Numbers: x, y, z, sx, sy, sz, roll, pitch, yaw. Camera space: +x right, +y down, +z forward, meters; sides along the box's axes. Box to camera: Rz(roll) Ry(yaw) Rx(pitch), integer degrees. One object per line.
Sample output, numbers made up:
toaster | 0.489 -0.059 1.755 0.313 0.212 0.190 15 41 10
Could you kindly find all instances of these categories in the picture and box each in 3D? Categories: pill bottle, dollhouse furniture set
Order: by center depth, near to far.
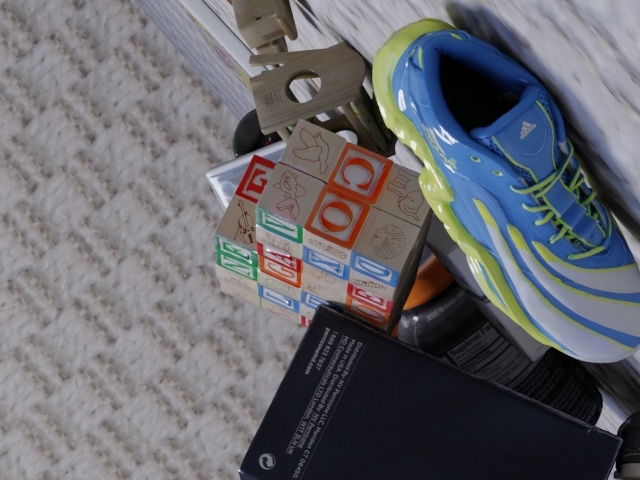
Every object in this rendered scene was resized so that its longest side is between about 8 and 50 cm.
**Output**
dollhouse furniture set | 0.009 -0.139 1.488 0.182 0.101 0.161 52 -159 -58
pill bottle | 0.166 0.109 1.648 0.246 0.130 0.130 50 177 -15

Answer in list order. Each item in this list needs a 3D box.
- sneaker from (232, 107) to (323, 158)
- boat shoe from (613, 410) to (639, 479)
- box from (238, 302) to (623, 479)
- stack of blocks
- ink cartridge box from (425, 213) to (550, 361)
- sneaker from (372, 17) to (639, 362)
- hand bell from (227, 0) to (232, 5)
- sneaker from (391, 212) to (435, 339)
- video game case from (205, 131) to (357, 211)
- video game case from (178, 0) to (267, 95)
sneaker | 0.027 -0.064 1.921 0.276 0.097 0.135 37 -164 3
boat shoe | 0.304 0.188 1.483 0.206 0.075 0.065 37 -126 -75
box | 0.095 0.236 1.514 0.294 0.183 0.296 22 160 10
stack of blocks | 0.000 0.000 1.434 0.171 0.087 0.297 24 163 6
ink cartridge box | 0.157 0.032 1.464 0.135 0.056 0.099 50 178 -18
sneaker | 0.114 -0.025 0.936 0.240 0.091 0.126 50 177 -2
hand bell | -0.101 -0.249 1.470 0.126 0.126 0.242 48 -171 31
sneaker | 0.117 0.100 1.783 0.321 0.180 0.124 50 178 -25
video game case | -0.015 -0.033 1.853 0.173 0.190 0.022 63 -151 -14
video game case | -0.106 -0.243 2.303 0.227 0.026 0.206 48 177 22
